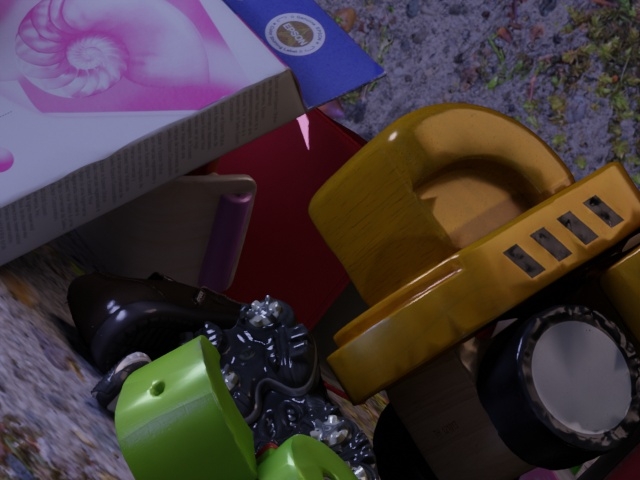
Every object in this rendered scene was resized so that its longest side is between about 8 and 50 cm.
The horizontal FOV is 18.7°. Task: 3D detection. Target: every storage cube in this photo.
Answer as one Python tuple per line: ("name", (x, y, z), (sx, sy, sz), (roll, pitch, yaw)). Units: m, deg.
("storage cube", (0.000, 0.000, 1.707), (0.193, 0.215, 0.183), (41, 6, 29))

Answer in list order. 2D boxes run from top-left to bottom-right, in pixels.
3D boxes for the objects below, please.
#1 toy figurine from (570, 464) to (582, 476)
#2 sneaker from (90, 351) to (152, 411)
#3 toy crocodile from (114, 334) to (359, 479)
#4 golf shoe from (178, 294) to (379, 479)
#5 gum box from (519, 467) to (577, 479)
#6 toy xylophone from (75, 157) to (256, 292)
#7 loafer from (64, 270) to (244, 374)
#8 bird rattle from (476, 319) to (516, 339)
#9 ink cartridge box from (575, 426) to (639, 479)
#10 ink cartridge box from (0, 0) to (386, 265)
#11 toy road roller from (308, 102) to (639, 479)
("toy figurine", (0.188, 0.199, 2.128), (0.159, 0.130, 0.173), (33, 24, 35))
("sneaker", (-0.106, 0.100, 1.218), (0.044, 0.040, 0.109), (49, 9, 20))
("toy crocodile", (0.020, 0.191, 1.029), (0.340, 0.115, 0.105), (43, 20, -15))
("golf shoe", (-0.011, 0.152, 1.201), (0.273, 0.105, 0.120), (-106, 175, -53))
("gum box", (0.170, 0.230, 1.730), (0.062, 0.107, 0.188), (41, 8, -22))
("toy xylophone", (-0.162, -0.107, 1.502), (0.081, 0.236, 0.323), (-15, 57, -33))
("loafer", (-0.099, 0.055, 1.339), (0.078, 0.080, 0.220), (48, 8, 25))
("bird rattle", (0.143, 0.101, 2.013), (0.143, 0.207, 0.253), (17, 12, -33))
("ink cartridge box", (0.305, 0.312, 1.320), (0.384, 0.279, 0.160), (45, 6, 6))
("ink cartridge box", (-0.175, -0.170, 1.356), (0.324, 0.330, 0.071), (47, -28, 28))
("toy road roller", (0.145, 0.011, 1.277), (0.241, 0.329, 0.202), (58, -33, 4))
